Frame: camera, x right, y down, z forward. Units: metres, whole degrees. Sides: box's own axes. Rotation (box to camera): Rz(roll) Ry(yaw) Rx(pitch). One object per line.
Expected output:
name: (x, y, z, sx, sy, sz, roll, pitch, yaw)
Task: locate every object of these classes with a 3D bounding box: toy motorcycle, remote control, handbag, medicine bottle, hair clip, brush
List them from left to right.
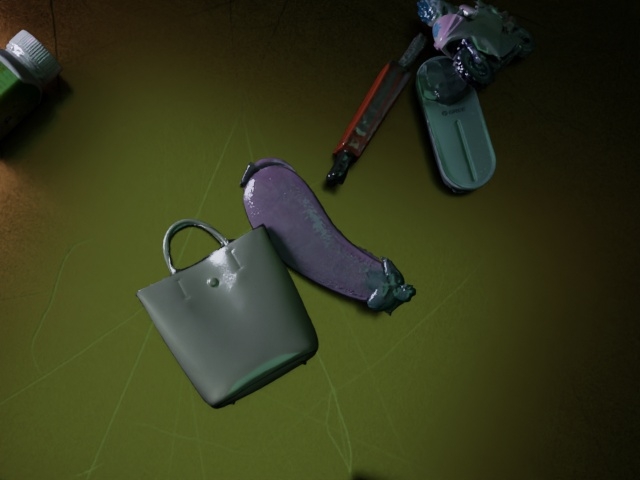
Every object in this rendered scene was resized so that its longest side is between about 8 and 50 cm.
medicine bottle: (-0.517, -0.245, 1.289, 0.088, 0.132, 0.188, 42, 79, 1)
handbag: (-0.159, 0.095, 1.294, 0.241, 0.109, 0.315, -29, 82, -9)
hair clip: (-0.001, 0.002, 1.343, 0.359, 0.110, 0.095, 38, 39, 5)
brush: (0.096, -0.234, 1.389, 0.051, 0.070, 0.323, 33, 77, -2)
remote control: (0.235, -0.205, 1.406, 0.104, 0.052, 0.247, -13, 83, -9)
toy motorcycle: (0.260, -0.369, 1.384, 0.204, 0.239, 0.108, 45, 121, 8)
